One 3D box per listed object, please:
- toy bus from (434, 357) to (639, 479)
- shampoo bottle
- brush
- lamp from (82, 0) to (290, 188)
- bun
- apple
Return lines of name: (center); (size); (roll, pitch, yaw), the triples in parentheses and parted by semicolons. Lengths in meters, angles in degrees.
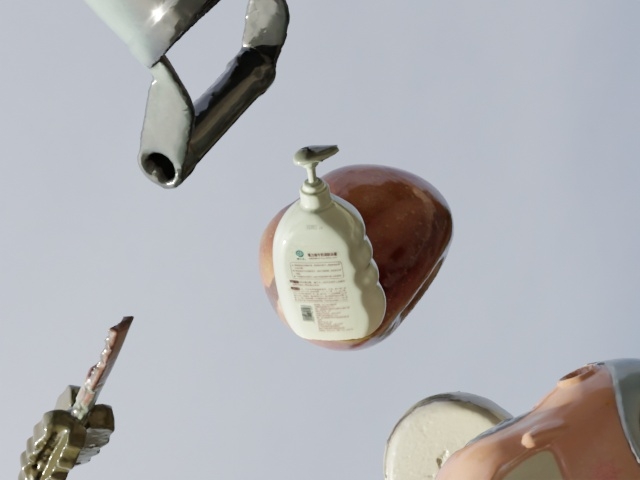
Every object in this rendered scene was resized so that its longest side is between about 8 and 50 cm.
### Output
toy bus: (0.179, 0.236, 1.087); (0.232, 0.287, 0.194); (-14, -22, -12)
shampoo bottle: (0.000, 0.000, 1.129); (0.045, 0.077, 0.152); (-76, -21, -51)
brush: (-0.235, 0.165, 1.595); (0.084, 0.071, 0.301); (-49, -5, -43)
lamp: (-0.129, -0.262, 1.104); (0.205, 0.272, 0.374); (-51, -9, -42)
bun: (0.131, 0.202, 1.436); (0.094, 0.138, 0.138); (-3, -61, -66)
apple: (0.032, 0.011, 1.592); (0.201, 0.162, 0.201); (-53, -9, -13)
